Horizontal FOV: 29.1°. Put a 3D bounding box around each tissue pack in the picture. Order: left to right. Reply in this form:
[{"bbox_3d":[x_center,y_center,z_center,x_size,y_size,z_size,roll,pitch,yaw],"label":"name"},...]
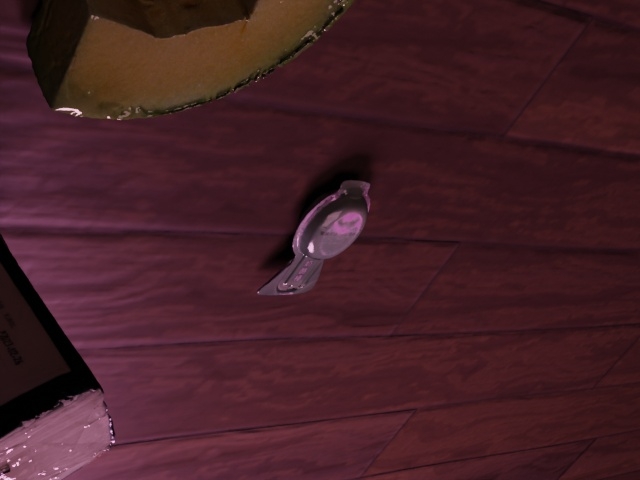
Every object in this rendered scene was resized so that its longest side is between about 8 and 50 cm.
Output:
[{"bbox_3d":[-0.200,0.065,0.699,0.103,0.170,0.090,-28,148,-18],"label":"tissue pack"}]

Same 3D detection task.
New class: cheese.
[{"bbox_3d":[0.000,0.000,0.953,0.067,0.026,0.121,1,133,-45],"label":"cheese"}]

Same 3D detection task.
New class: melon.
[{"bbox_3d":[-0.062,-0.139,0.672,0.209,0.064,0.118,-24,148,-15],"label":"melon"}]
